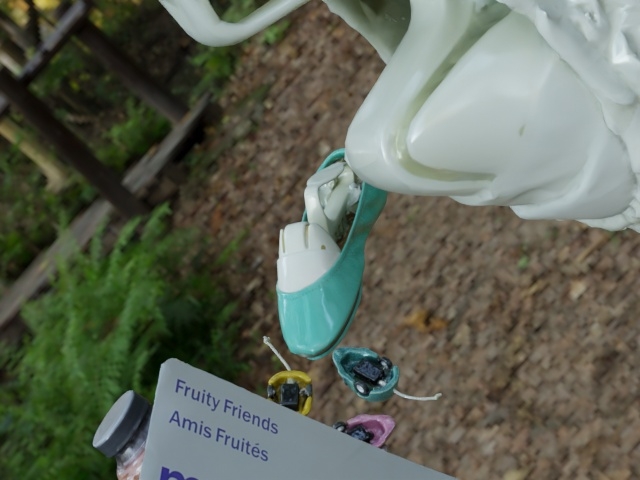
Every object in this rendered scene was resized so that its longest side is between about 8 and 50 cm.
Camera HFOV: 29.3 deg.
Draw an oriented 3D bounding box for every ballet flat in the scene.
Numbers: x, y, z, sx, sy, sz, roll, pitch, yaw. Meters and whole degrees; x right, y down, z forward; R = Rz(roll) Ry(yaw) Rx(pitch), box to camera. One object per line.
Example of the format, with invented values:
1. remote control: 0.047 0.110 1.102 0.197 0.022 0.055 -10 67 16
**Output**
1. ballet flat: 0.018 -0.099 0.436 0.147 0.409 0.147 -43 20 19
2. ballet flat: 0.000 0.000 1.134 0.083 0.087 0.247 -18 33 30

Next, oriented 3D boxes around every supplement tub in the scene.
1. supplement tub: -0.138 0.239 1.281 0.106 0.198 0.106 -47 17 19

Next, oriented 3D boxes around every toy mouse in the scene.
1. toy mouse: 0.028 0.140 1.006 0.143 0.031 0.161 -6 43 0

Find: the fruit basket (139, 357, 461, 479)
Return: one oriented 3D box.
1. fruit basket: 0.053 0.251 0.519 0.165 0.327 0.353 -33 38 45
